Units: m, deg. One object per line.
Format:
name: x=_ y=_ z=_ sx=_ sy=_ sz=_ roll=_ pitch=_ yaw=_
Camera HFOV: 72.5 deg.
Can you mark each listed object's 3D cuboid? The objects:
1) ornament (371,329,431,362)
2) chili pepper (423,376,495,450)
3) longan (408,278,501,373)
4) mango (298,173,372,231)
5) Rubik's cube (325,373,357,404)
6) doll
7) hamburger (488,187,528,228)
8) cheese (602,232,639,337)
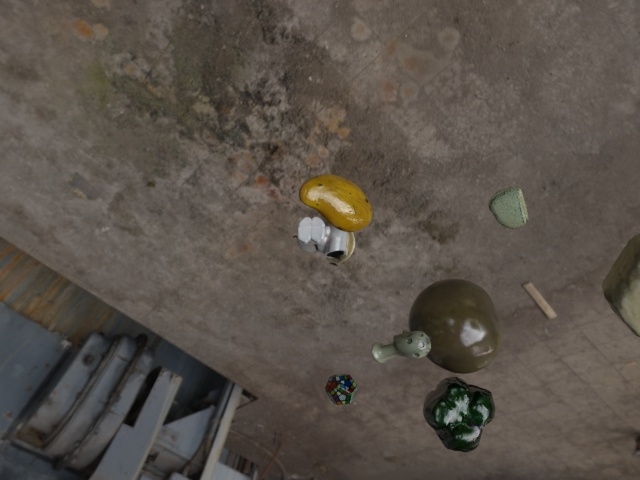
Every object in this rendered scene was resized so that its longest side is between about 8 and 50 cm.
ornament: x=0.222 y=0.287 z=1.182 sx=0.156 sy=0.081 sz=0.075 roll=-26 pitch=150 yaw=37
chili pepper: x=0.490 y=0.619 z=1.568 sx=0.234 sy=0.248 sz=0.256 roll=26 pitch=171 yaw=19
longan: x=0.503 y=0.314 z=1.635 sx=0.362 sy=0.360 sz=0.360 roll=6 pitch=131 yaw=7
mango: x=0.056 y=-0.117 z=1.329 sx=0.262 sy=0.157 sz=0.109 roll=23 pitch=162 yaw=-35
Rubik's cube: x=0.083 y=0.595 z=1.747 sx=0.133 sy=0.133 sz=0.111 roll=28 pitch=128 yaw=-12
doll: x=0.019 y=0.000 z=1.416 sx=0.208 sy=0.143 sz=0.271 roll=5 pitch=171 yaw=-7
hamburger: x=0.497 y=-0.089 z=1.162 sx=0.084 sy=0.054 sz=0.121 roll=-2 pitch=127 yaw=37
cheese: x=0.866 y=0.116 z=1.038 sx=0.318 sy=0.115 sz=0.326 roll=-25 pitch=108 yaw=26
